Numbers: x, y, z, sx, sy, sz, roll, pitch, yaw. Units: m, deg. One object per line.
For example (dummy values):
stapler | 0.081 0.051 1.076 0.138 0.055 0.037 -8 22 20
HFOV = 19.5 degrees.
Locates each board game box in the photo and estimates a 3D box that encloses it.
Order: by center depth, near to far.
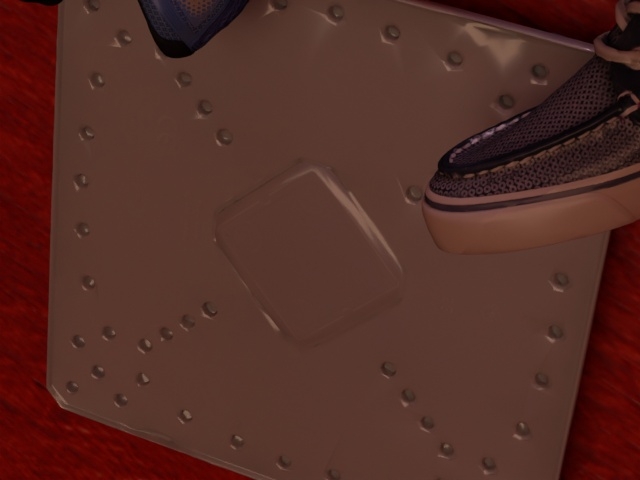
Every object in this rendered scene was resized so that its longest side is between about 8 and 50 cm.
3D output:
board game box | 0.000 0.000 1.252 0.390 0.050 0.390 17 122 18

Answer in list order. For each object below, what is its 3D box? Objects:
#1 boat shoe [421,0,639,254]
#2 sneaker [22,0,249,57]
boat shoe | 0.196 -0.119 1.008 0.340 0.127 0.158 -21 109 7
sneaker | -0.175 -0.229 1.131 0.330 0.130 0.147 38 96 16
